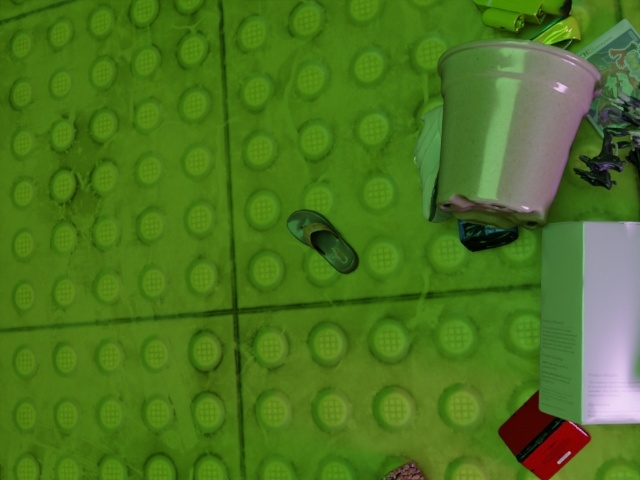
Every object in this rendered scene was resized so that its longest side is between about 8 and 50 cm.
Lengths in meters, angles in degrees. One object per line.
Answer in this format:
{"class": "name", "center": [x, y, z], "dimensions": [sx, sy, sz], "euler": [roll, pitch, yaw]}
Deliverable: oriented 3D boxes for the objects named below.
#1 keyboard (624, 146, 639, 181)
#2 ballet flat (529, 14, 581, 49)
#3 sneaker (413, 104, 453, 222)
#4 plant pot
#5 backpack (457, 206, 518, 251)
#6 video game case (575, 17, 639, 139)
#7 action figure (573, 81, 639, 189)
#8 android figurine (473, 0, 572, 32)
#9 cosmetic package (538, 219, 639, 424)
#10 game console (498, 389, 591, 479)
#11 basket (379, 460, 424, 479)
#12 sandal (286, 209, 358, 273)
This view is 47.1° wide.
{"class": "keyboard", "center": [0.712, -0.136, 1.432], "dimensions": [0.202, 0.033, 0.317], "euler": [-15, 48, 24]}
{"class": "ballet flat", "center": [0.470, -0.416, 1.635], "dimensions": [0.231, 0.077, 0.077], "euler": [-28, 90, 18]}
{"class": "sneaker", "center": [0.272, -0.176, 1.677], "dimensions": [0.129, 0.111, 0.297], "euler": [-10, 62, 50]}
{"class": "plant pot", "center": [0.373, -0.192, 1.486], "dimensions": [0.334, 0.334, 0.305], "euler": [9, 80, 25]}
{"class": "backpack", "center": [0.372, -0.036, 1.624], "dimensions": [0.120, 0.098, 0.101], "euler": [-10, 76, 24]}
{"class": "video game case", "center": [0.632, -0.345, 1.576], "dimensions": [0.183, 0.023, 0.201], "euler": [-36, 72, 18]}
{"class": "action figure", "center": [0.611, -0.243, 1.448], "dimensions": [0.141, 0.164, 0.275], "euler": [39, 87, 26]}
{"class": "android figurine", "center": [0.447, -0.582, 1.640], "dimensions": [0.273, 0.056, 0.248], "euler": [29, 91, 35]}
{"class": "cosmetic package", "center": [0.558, 0.154, 1.433], "dimensions": [0.217, 0.156, 0.384], "euler": [4, 85, -14]}
{"class": "game console", "center": [0.479, 0.417, 1.575], "dimensions": [0.124, 0.085, 0.144], "euler": [39, 103, -9]}
{"class": "basket", "center": [0.130, 0.664, 1.599], "dimensions": [0.299, 0.213, 0.223], "euler": [-41, 69, 16]}
{"class": "sandal", "center": [0.000, 0.000, 1.811], "dimensions": [0.219, 0.060, 0.090], "euler": [46, 103, 21]}
